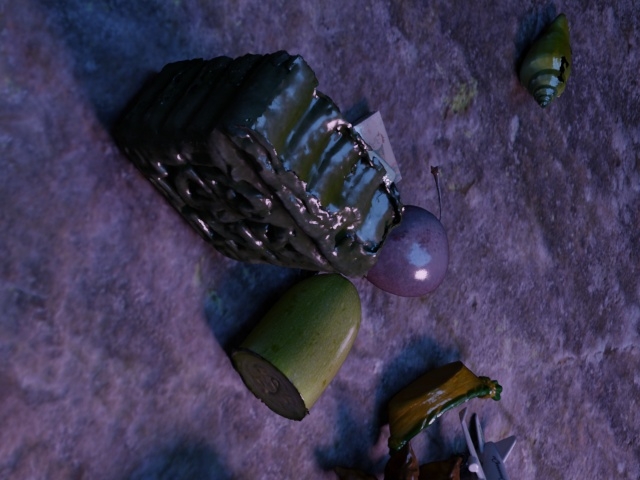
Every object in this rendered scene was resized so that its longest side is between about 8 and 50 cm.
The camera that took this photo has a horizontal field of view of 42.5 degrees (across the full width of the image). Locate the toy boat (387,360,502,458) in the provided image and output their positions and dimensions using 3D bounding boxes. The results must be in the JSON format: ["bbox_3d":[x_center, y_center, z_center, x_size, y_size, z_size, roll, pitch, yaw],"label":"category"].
[{"bbox_3d":[0.180,0.244,1.217,0.229,0.089,0.088,-26,98,-29],"label":"toy boat"}]

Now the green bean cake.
[{"bbox_3d":[-0.061,-0.074,0.868,0.132,0.255,0.241,-56,131,-22],"label":"green bean cake"}]

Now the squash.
[{"bbox_3d":[-0.016,0.116,1.020,0.187,0.123,0.123,-52,124,-32],"label":"squash"}]

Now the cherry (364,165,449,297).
[{"bbox_3d":[0.109,-0.015,1.138,0.148,0.115,0.188,-3,87,-4],"label":"cherry"}]

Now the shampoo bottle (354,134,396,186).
[{"bbox_3d":[0.016,-0.128,1.067,0.190,0.069,0.041,42,41,-31],"label":"shampoo bottle"}]

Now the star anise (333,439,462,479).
[{"bbox_3d":[0.109,0.362,1.134,0.196,0.111,0.212,-27,121,-25],"label":"star anise"}]

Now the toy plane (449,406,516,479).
[{"bbox_3d":[0.261,0.391,1.266,0.251,0.101,0.255,56,22,-18],"label":"toy plane"}]

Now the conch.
[{"bbox_3d":[0.387,-0.295,1.395,0.201,0.079,0.095,-53,144,-37],"label":"conch"}]

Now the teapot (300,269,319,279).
[{"bbox_3d":[0.000,0.000,1.053,0.068,0.076,0.121,-25,137,-48],"label":"teapot"}]

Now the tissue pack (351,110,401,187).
[{"bbox_3d":[0.076,-0.121,1.144,0.056,0.023,0.108,-38,117,-33],"label":"tissue pack"}]
